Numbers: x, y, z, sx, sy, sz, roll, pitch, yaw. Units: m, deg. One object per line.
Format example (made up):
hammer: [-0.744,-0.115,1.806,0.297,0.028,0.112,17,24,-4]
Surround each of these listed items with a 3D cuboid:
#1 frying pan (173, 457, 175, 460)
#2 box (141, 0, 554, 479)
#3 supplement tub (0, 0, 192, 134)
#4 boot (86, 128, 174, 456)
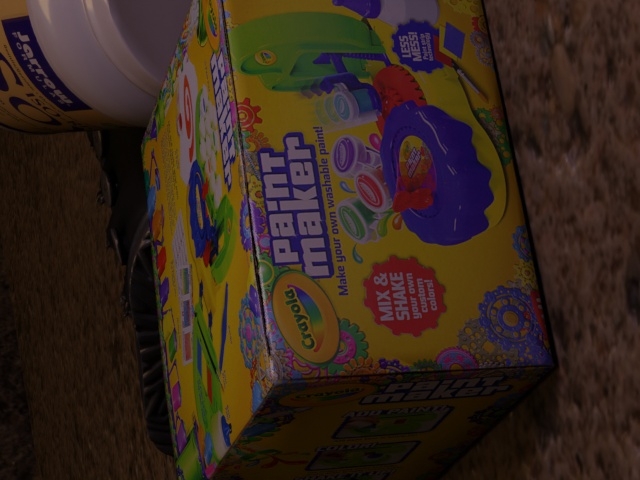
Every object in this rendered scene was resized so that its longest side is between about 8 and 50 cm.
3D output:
frying pan: [-0.138,0.195,1.881,0.197,0.053,0.326,111,150,-53]
box: [0.000,0.000,1.160,0.279,0.177,0.290,122,143,-63]
supplement tub: [-0.185,-0.215,1.538,0.331,0.241,0.241,2,94,54]
boot: [-0.143,-0.069,1.739,0.445,0.146,0.367,-103,21,-46]
